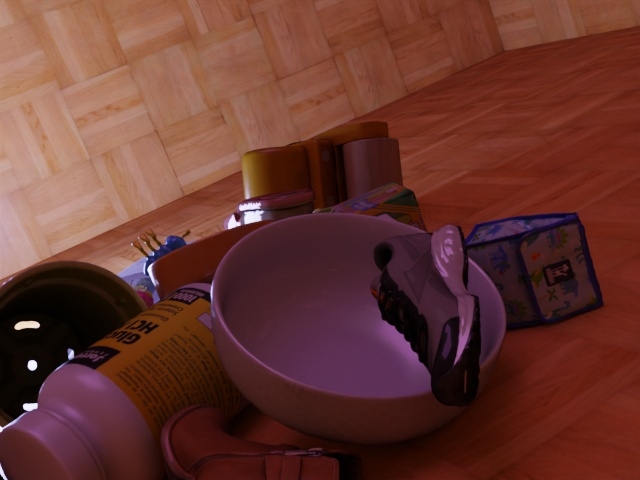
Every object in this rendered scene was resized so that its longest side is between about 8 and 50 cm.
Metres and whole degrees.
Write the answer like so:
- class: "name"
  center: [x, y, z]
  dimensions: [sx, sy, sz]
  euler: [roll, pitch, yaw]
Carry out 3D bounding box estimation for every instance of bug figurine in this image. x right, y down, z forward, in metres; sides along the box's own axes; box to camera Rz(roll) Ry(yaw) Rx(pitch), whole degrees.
- class: "bug figurine"
  center: [-0.237, 0.115, 1.553]
  dimensions: [0.216, 0.279, 0.072]
  euler: [-41, -22, -15]

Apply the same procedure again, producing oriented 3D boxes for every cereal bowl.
- class: "cereal bowl"
  center: [0.036, 0.114, 1.087]
  dimensions: [0.339, 0.141, 0.339]
  euler: [7, 35, -5]

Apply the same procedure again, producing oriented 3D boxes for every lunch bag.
- class: "lunch bag"
  center: [0.273, 0.037, 1.190]
  dimensions: [0.151, 0.128, 0.096]
  euler: [-11, 18, 30]

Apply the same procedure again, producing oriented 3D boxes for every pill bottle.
- class: "pill bottle"
  center: [-0.227, 0.203, 1.172]
  dimensions: [0.188, 0.187, 0.334]
  euler: [-9, 18, 40]

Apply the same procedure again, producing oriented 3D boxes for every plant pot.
- class: "plant pot"
  center: [-0.128, 0.093, 1.385]
  dimensions: [0.205, 0.187, 0.205]
  euler: [-21, -6, -2]
- class: "plant pot"
  center: [-0.426, 0.186, 1.458]
  dimensions: [0.276, 0.276, 0.254]
  euler: [-30, 5, -31]

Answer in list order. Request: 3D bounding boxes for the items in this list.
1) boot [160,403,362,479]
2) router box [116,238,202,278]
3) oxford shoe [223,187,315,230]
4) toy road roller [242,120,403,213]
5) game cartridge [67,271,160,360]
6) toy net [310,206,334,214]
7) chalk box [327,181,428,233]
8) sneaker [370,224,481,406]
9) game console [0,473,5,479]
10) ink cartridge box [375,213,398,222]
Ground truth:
- class: "boot"
  center: [-0.066, 0.238, 0.992]
  dimensions: [0.220, 0.109, 0.283]
  euler: [-12, 6, 9]
- class: "router box"
  center: [-0.306, 0.087, 1.951]
  dimensions: [0.336, 0.082, 0.301]
  euler: [-12, 16, 33]
- class: "oxford shoe"
  center: [-0.081, -0.004, 1.701]
  dimensions: [0.141, 0.146, 0.397]
  euler: [-10, -6, -13]
- class: "toy road roller"
  center: [-0.012, -0.122, 1.924]
  dimensions: [0.241, 0.202, 0.330]
  euler: [-3, -5, -44]
- class: "game cartridge"
  center: [-0.351, 0.147, 1.698]
  dimensions: [0.294, 0.060, 0.196]
  euler: [-11, 40, 37]
- class: "toy net"
  center: [0.000, 0.000, 1.423]
  dimensions: [0.122, 0.045, 0.232]
  euler: [-26, 13, -14]
- class: "chalk box"
  center: [0.071, 0.001, 1.621]
  dimensions: [0.213, 0.132, 0.132]
  euler: [-24, 14, -5]
- class: "sneaker"
  center: [0.108, 0.077, 0.962]
  dimensions: [0.108, 0.100, 0.271]
  euler: [-2, 29, 1]
- class: "game console"
  center: [-0.489, 0.355, 0.976]
  dimensions: [0.044, 0.213, 0.361]
  euler: [-6, 31, 46]
- class: "ink cartridge box"
  center: [0.063, 0.064, 1.425]
  dimensions: [0.198, 0.114, 0.273]
  euler: [-23, 13, -4]
